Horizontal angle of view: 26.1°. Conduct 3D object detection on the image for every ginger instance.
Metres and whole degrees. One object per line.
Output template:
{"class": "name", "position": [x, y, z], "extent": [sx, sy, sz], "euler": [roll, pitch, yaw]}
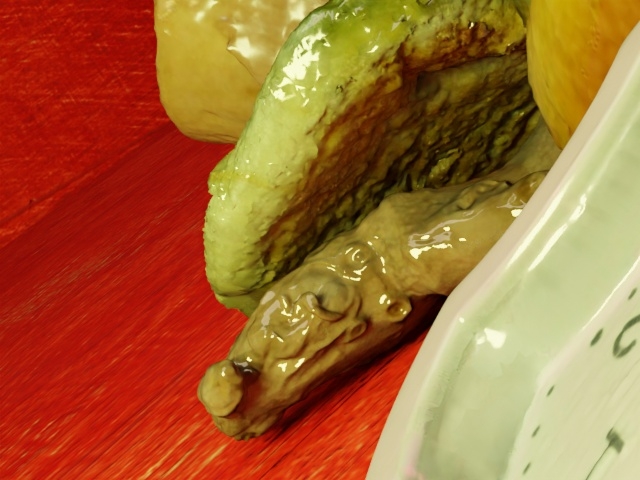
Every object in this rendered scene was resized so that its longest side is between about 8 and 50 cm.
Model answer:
{"class": "ginger", "position": [0.060, 0.014, 0.741], "extent": [0.290, 0.084, 0.122], "euler": [-35, -19, -4]}

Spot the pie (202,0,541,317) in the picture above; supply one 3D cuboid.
{"class": "pie", "position": [0.046, -0.063, 0.786], "extent": [0.277, 0.078, 0.277], "euler": [-29, -23, -14]}

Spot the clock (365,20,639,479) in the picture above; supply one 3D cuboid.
{"class": "clock", "position": [0.120, 0.020, 0.280], "extent": [0.338, 0.102, 0.338], "euler": [-56, 7, 10]}

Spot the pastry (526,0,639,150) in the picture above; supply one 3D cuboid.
{"class": "pastry", "position": [0.202, -0.161, 0.547], "extent": [0.356, 0.164, 0.356], "euler": [-54, -22, -33]}

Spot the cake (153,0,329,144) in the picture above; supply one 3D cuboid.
{"class": "cake", "position": [0.040, -0.221, 1.299], "extent": [0.321, 0.332, 0.332], "euler": [12, 31, 17]}
